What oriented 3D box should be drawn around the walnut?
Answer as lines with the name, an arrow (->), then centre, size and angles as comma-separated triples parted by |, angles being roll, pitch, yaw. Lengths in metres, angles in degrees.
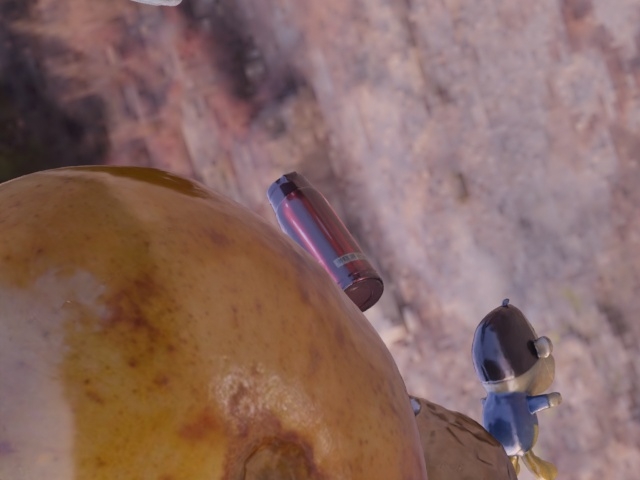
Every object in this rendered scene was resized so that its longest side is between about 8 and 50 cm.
walnut -> 0.113, 0.247, 1.625 | 0.204, 0.141, 0.238 | 66, -165, -65

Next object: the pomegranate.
pomegranate -> -0.094, 0.098, 0.736 | 0.264, 0.264, 0.264 | 162, 90, -78

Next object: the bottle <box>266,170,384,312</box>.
bottle -> 0.000, 0.000, 1.750 | 0.164, 0.060, 0.060 | 56, 161, 35

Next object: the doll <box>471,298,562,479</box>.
doll -> 0.193, 0.145, 1.753 | 0.102, 0.089, 0.179 | -6, 93, 45

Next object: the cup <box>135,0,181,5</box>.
cup -> -0.215, -0.427, 1.853 | 0.331, 0.256, 0.311 | -134, 63, -71
